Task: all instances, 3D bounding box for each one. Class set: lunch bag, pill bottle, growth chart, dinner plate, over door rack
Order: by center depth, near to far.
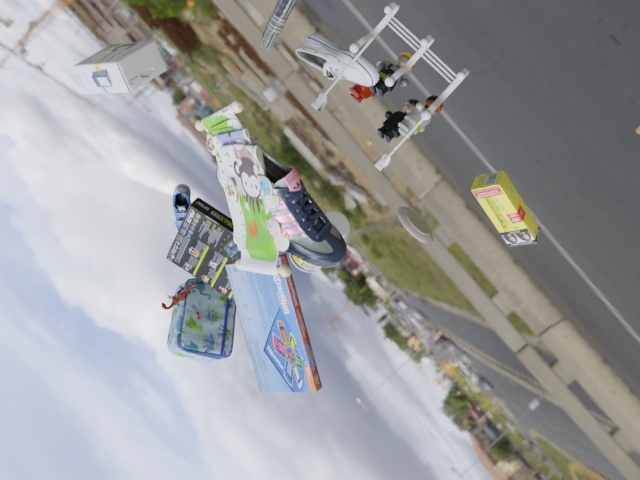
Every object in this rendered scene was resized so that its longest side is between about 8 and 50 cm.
[{"bbox_3d":[-0.099,-0.063,0.878,0.172,0.021,0.237,-14,91,62],"label":"growth chart"},{"bbox_3d":[0.145,-0.337,1.552,0.239,0.324,0.108,44,-147,4],"label":"over door rack"},{"bbox_3d":[-0.318,0.219,1.870,0.176,0.090,0.218,21,-121,-31],"label":"lunch bag"},{"bbox_3d":[0.000,0.000,1.950,0.117,0.117,0.215,48,142,2],"label":"pill bottle"},{"bbox_3d":[0.285,-0.050,2.011,0.141,0.017,0.141,33,-149,-23],"label":"dinner plate"}]

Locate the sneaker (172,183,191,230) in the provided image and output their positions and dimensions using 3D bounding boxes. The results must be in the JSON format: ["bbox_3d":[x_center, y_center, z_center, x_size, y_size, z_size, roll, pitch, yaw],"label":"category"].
[{"bbox_3d":[-0.345,-0.068,1.710,0.059,0.053,0.144,-123,23,-77],"label":"sneaker"}]

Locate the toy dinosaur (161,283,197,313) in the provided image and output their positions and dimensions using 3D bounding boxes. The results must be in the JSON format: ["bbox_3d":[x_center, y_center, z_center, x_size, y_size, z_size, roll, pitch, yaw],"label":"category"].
[{"bbox_3d":[-0.379,0.149,1.783,0.047,0.090,0.082,41,-146,-2],"label":"toy dinosaur"}]

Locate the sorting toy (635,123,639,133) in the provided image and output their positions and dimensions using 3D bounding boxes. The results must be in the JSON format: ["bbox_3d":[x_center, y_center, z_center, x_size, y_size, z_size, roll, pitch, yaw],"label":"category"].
[{"bbox_3d":[1.040,-0.240,1.972,0.365,0.127,0.126,49,158,-11],"label":"sorting toy"}]

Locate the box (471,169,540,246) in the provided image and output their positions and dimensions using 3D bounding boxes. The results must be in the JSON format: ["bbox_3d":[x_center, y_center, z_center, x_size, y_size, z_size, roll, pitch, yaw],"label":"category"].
[{"bbox_3d":[0.491,-0.081,1.793,0.087,0.058,0.232,-9,133,40],"label":"box"}]

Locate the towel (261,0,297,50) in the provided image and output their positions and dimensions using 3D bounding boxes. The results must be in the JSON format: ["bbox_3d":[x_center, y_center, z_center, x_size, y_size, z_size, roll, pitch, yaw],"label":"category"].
[{"bbox_3d":[-0.053,-0.635,1.669,0.056,0.312,0.324,24,-153,-13],"label":"towel"}]

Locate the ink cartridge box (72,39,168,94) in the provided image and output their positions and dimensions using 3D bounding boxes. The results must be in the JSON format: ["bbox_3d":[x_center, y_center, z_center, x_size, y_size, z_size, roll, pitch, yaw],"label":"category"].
[{"bbox_3d":[-0.553,-0.480,1.883,0.212,0.154,0.093,10,133,37],"label":"ink cartridge box"}]

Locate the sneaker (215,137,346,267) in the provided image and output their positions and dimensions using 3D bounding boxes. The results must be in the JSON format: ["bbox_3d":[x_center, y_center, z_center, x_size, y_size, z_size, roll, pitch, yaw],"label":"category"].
[{"bbox_3d":[-0.059,-0.072,1.342,0.319,0.112,0.131,38,139,-9],"label":"sneaker"}]

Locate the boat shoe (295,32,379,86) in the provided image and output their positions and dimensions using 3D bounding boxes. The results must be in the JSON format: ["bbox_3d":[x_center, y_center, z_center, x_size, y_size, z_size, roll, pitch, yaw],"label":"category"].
[{"bbox_3d":[0.037,-0.420,1.645,0.226,0.076,0.083,35,160,29],"label":"boat shoe"}]

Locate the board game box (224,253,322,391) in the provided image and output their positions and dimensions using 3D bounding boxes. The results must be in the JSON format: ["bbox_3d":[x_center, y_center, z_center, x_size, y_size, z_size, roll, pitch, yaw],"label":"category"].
[{"bbox_3d":[-0.095,0.170,1.361,0.027,0.145,0.281,-26,-75,-54],"label":"board game box"}]

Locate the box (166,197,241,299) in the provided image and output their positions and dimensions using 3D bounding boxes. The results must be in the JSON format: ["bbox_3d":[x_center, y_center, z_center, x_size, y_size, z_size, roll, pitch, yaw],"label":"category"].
[{"bbox_3d":[-0.241,0.022,1.545,0.184,0.190,0.045,31,-140,-2],"label":"box"}]

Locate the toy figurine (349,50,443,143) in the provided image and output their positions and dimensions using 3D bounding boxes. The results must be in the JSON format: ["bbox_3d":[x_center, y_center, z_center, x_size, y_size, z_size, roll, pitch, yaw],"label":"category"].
[{"bbox_3d":[0.204,-0.375,1.777,0.213,0.148,0.209,52,167,-13],"label":"toy figurine"}]
